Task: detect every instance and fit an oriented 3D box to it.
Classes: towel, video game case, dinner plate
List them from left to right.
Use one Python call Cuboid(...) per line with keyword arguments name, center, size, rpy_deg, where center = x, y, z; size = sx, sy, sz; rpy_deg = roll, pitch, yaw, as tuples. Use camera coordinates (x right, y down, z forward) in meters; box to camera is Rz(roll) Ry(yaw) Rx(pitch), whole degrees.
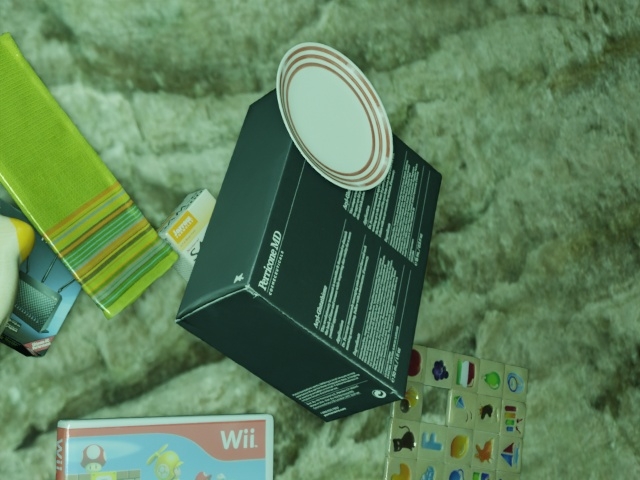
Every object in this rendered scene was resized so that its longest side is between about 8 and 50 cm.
Cuboid(name="towel", center=(-0.212, -0.053, 0.822), size=(0.237, 0.021, 0.102), rpy_deg=(54, 35, -12))
Cuboid(name="video game case", center=(-0.130, 0.295, 0.870), size=(0.204, 0.025, 0.285), rpy_deg=(5, 81, -36))
Cuboid(name="dinner plate", center=(0.011, -0.107, 0.893), size=(0.141, 0.017, 0.141), rpy_deg=(23, 54, -36))

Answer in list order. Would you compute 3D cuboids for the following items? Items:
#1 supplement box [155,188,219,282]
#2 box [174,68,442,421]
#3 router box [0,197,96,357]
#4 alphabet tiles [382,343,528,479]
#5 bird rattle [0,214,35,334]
Cuboid(name="supplement box", center=(-0.099, 0.011, 0.920), size=(0.098, 0.036, 0.062), rpy_deg=(50, 58, -21))
Cuboid(name="box", center=(0.000, 0.000, 0.914), size=(0.184, 0.103, 0.261), rpy_deg=(40, 46, -29))
Cuboid(name="router box", center=(-0.252, 0.025, 0.804), size=(0.122, 0.038, 0.092), rpy_deg=(36, 64, -28))
Cuboid(name="alphabet tiles", center=(0.145, 0.241, 1.091), size=(0.198, 0.009, 0.237), rpy_deg=(15, 76, -34))
Cuboid(name="bird rattle", center=(-0.302, 0.019, 0.646), size=(0.207, 0.143, 0.253), rpy_deg=(20, 47, 1))
